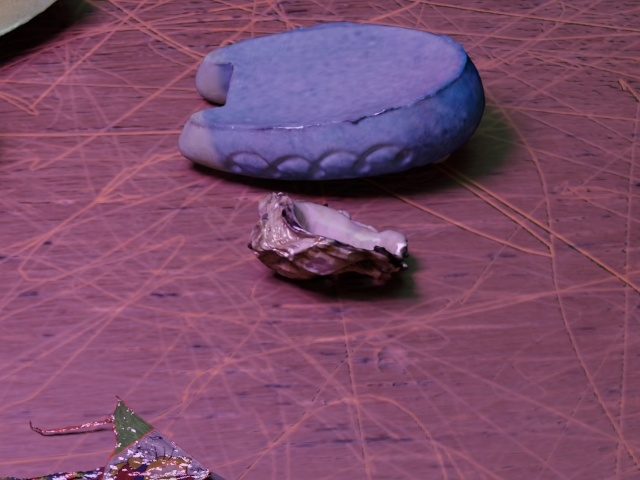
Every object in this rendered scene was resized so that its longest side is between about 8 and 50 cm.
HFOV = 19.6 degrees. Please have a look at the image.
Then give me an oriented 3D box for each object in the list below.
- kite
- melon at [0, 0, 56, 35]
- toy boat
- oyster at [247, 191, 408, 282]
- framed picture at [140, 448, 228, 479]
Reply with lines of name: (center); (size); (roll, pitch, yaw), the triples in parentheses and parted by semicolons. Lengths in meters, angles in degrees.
kite: (-0.219, 0.212, 1.691); (0.244, 0.006, 0.198); (-3, 41, 4)
melon: (-0.491, -0.327, 2.114); (0.343, 0.226, 0.331); (-36, 65, -16)
toy boat: (0.016, -0.134, 2.009); (0.330, 0.123, 0.215); (-6, 36, 9)
oyster: (0.000, 0.000, 1.890); (0.163, 0.081, 0.191); (7, 23, -28)
framed picture: (-0.092, 0.302, 1.610); (0.252, 0.014, 0.197); (27, 50, 24)
